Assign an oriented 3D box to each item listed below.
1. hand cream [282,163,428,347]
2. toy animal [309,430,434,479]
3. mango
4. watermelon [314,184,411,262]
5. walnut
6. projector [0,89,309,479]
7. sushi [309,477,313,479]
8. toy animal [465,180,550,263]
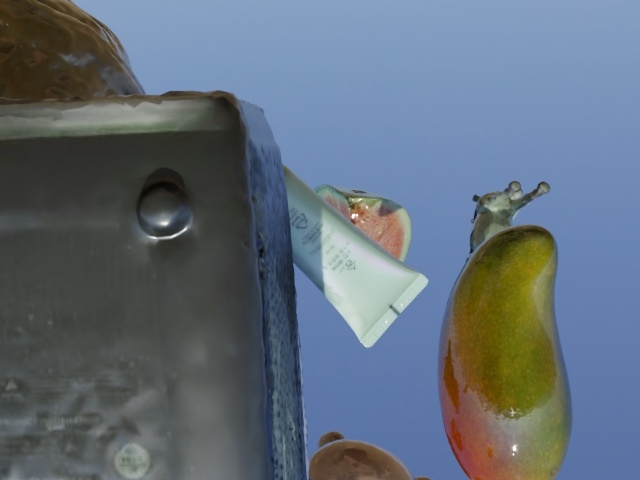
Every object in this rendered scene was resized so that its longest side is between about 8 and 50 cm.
[{"bbox_3d":[0.000,0.000,0.981,0.078,0.205,0.050,-49,-154,-4],"label":"hand cream"},{"bbox_3d":[0.023,0.407,1.794,0.210,0.229,0.221,29,-172,24],"label":"toy animal"},{"bbox_3d":[0.190,0.130,1.275,0.129,0.289,0.146,-2,178,-26],"label":"mango"},{"bbox_3d":[0.046,-0.031,1.866,0.128,0.231,0.146,-35,-126,-28],"label":"watermelon"},{"bbox_3d":[-0.317,-0.130,1.194,0.313,0.251,0.277,13,-161,-18],"label":"walnut"},{"bbox_3d":[-0.212,0.116,0.798,0.395,0.405,0.242,-2,-177,3],"label":"projector"},{"bbox_3d":[-0.067,0.337,1.443,0.150,0.090,0.078,-25,-128,12],"label":"sushi"},{"bbox_3d":[0.235,-0.009,1.644,0.074,0.176,0.216,24,-118,-9],"label":"toy animal"}]
